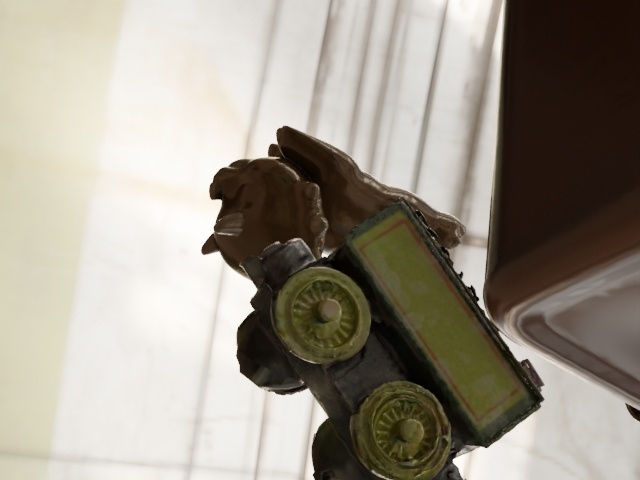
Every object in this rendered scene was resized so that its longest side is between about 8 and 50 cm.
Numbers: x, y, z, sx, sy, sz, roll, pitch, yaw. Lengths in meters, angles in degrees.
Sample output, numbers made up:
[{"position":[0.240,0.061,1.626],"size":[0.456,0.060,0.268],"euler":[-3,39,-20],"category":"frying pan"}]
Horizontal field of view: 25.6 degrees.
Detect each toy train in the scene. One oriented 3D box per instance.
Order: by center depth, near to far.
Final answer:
[{"position":[0.048,0.099,1.170],"size":[0.261,0.177,0.134],"euler":[55,-28,4],"category":"toy train"}]

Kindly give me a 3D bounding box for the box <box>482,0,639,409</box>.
[{"position":[0.267,-0.028,0.713],"size":[0.239,0.339,0.229],"euler":[-32,-141,48],"category":"box"}]

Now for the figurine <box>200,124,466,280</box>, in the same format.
[{"position":[-0.005,-0.002,1.527],"size":[0.177,0.247,0.173],"euler":[-4,-122,59],"category":"figurine"}]

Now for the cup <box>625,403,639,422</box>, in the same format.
[{"position":[0.407,0.165,1.480],"size":[0.239,0.177,0.166],"euler":[-19,-132,64],"category":"cup"}]
